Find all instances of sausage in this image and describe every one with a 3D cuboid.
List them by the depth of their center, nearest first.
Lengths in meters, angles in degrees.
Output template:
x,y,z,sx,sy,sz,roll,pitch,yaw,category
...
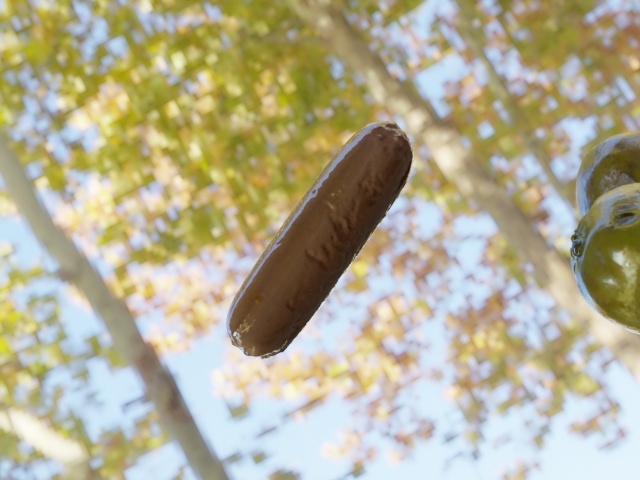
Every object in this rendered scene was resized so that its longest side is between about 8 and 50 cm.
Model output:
x,y,z,sx,sy,sz,roll,pitch,yaw,category
0.000,-0.001,1.948,0.289,0.086,0.086,-56,-25,-7,sausage

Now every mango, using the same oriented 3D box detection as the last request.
x,y,z,sx,sy,sz,roll,pitch,yaw,category
0.339,0.019,1.727,0.262,0.167,0.130,-8,-58,-55,mango
0.430,0.019,2.281,0.177,0.329,0.175,-6,-26,-43,mango
